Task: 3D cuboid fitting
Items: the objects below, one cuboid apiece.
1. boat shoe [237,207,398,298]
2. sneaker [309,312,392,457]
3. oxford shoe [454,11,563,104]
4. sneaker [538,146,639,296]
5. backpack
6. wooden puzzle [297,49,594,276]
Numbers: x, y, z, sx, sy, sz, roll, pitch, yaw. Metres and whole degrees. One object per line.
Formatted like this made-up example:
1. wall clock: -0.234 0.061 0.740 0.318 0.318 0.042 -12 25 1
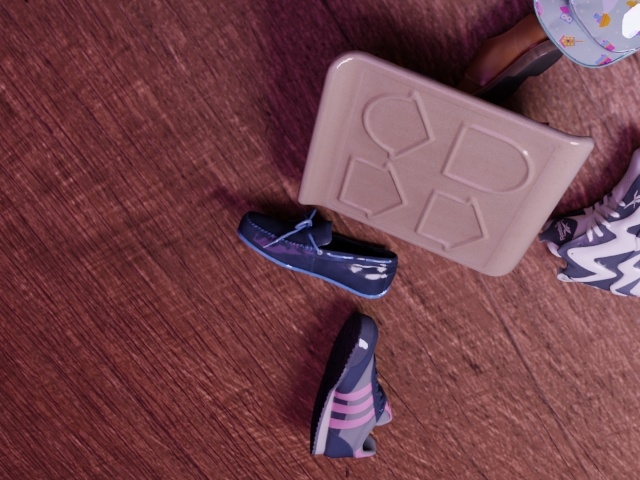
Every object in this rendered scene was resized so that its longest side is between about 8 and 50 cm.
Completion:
1. boat shoe: 0.000 0.000 1.404 0.258 0.109 0.089 20 119 -13
2. sneaker: 0.072 0.255 1.535 0.131 0.112 0.319 11 128 -7
3. oxford shoe: 0.226 -0.227 1.201 0.212 0.076 0.076 -35 73 37
4. sneaker: 0.386 -0.027 1.240 0.153 0.094 0.235 3 132 8
5. backpack: 0.350 -0.299 1.058 0.166 0.144 0.188 44 127 -17
6. wooden puzzle: 0.160 -0.107 1.238 0.348 0.080 0.322 19 146 2
